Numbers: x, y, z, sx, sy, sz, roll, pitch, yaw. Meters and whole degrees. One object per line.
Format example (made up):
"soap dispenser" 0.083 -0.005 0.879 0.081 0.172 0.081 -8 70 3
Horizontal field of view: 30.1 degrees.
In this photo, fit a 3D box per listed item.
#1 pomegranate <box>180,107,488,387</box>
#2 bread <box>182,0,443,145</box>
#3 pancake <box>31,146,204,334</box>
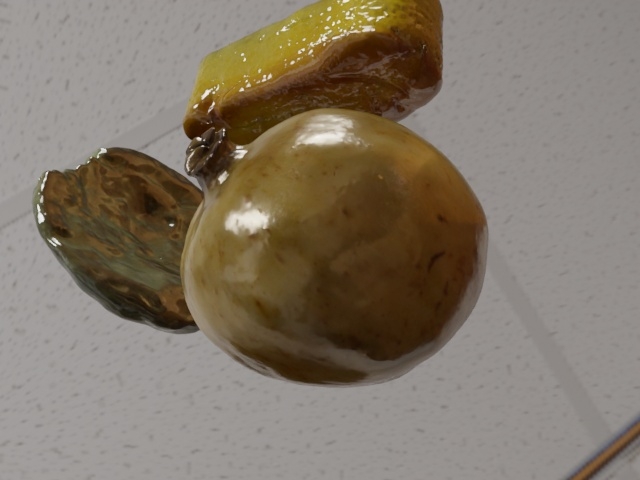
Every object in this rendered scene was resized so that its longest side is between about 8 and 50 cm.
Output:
"pomegranate" 0.000 0.000 0.713 0.196 0.196 0.196 3 -101 -18
"bread" -0.010 -0.124 0.927 0.102 0.245 0.094 30 -124 -38
"pancake" -0.149 0.002 1.041 0.222 0.236 0.042 34 -67 -16
